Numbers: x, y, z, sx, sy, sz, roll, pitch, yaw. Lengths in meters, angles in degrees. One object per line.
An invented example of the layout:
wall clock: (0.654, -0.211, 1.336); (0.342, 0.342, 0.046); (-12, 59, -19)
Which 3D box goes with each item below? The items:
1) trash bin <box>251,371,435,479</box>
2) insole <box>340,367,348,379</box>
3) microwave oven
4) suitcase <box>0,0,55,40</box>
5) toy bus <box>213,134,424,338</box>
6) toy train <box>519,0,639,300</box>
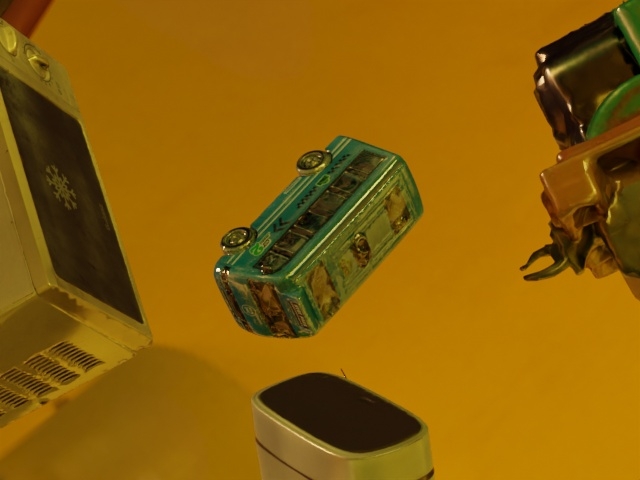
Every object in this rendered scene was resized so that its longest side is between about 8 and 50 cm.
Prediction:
trash bin: (0.015, 0.148, 0.934); (0.116, 0.059, 0.130); (24, -54, 56)
insole: (0.065, 0.229, 2.146); (0.080, 0.003, 0.232); (60, 0, -33)
microwave oven: (-0.246, -0.007, 1.214); (0.194, 0.145, 0.240); (-30, -120, 16)
suitcase: (-0.388, -0.191, 1.689); (0.161, 0.297, 0.236); (40, -28, -21)
toy bus: (0.000, 0.000, 2.016); (0.134, 0.246, 0.113); (17, -37, 40)
toy train: (0.305, -0.113, 1.165); (0.249, 0.429, 0.178); (66, 9, 21)
